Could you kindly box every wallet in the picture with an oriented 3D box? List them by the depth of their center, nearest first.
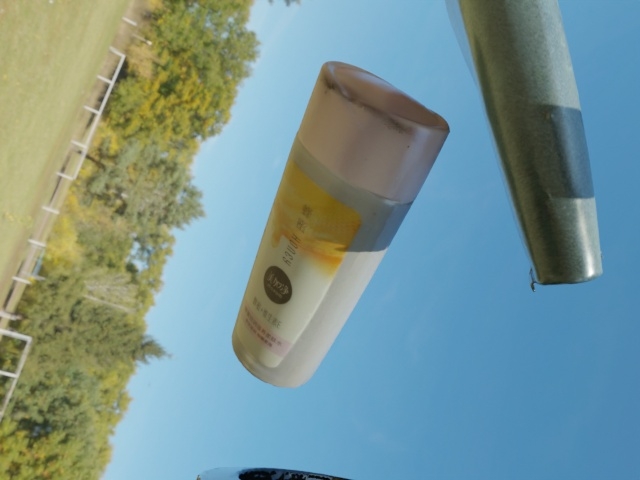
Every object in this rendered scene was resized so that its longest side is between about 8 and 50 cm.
[{"bbox_3d":[0.147,-0.109,0.447,0.290,0.054,0.251,-26,102,-75],"label":"wallet"}]

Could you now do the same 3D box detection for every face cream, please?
[{"bbox_3d":[0.000,0.000,0.463,0.107,0.073,0.269,38,-56,20],"label":"face cream"}]

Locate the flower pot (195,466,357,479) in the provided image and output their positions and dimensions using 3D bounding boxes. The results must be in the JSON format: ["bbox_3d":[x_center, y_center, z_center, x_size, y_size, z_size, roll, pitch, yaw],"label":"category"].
[{"bbox_3d":[0.016,0.352,0.389,0.294,0.294,0.330,-18,-125,60],"label":"flower pot"}]
